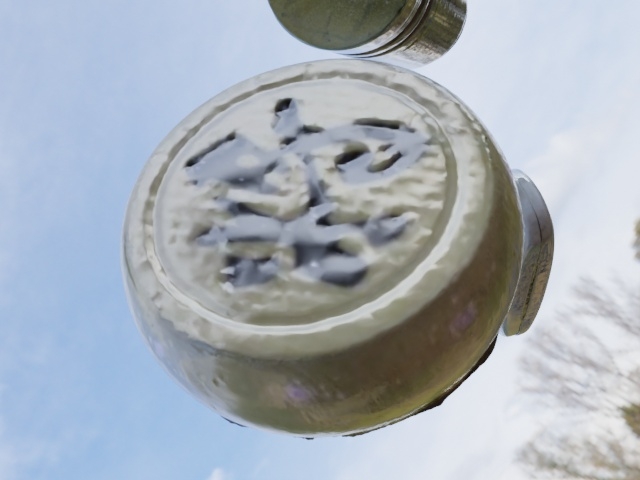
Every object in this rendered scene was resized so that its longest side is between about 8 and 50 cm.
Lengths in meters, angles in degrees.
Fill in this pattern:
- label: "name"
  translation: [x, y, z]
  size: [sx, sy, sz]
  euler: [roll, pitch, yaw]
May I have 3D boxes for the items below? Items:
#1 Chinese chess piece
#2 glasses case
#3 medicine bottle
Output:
- label: "Chinese chess piece"
  translation: [0.000, 0.000, 0.656]
  size: [0.257, 0.257, 0.104]
  euler: [-48, -33, -21]
- label: "glasses case"
  translation: [0.194, 0.018, 1.045]
  size: [0.059, 0.092, 0.233]
  euler: [-20, -31, -9]
- label: "medicine bottle"
  translation: [0.063, -0.267, 1.100]
  size: [0.151, 0.151, 0.322]
  euler: [-65, -14, 13]
